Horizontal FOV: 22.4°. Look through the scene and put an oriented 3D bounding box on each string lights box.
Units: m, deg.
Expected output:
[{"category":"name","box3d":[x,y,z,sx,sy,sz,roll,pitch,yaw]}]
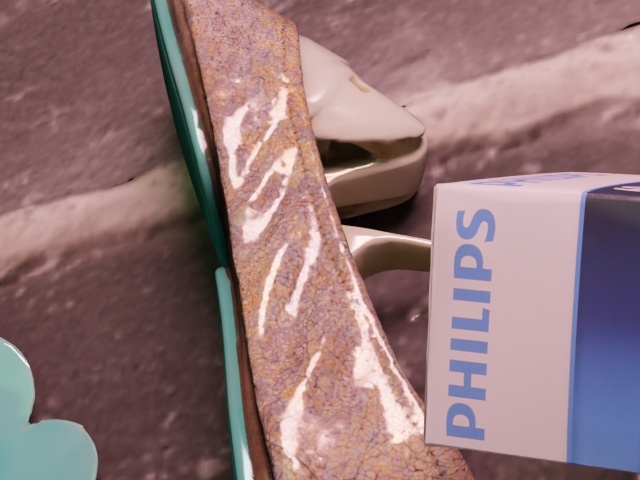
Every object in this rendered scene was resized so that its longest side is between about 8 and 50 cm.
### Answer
[{"category":"string lights box","box3d":[0.172,0.026,0.434,0.259,0.133,0.077,5,96,26]}]

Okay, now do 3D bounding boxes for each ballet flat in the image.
[{"category":"ballet flat","box3d":[0.000,0.000,0.664,0.106,0.107,0.316,-11,57,-3]}]

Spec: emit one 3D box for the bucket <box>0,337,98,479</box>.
[{"category":"bucket","box3d":[-0.226,0.094,0.598,0.183,0.281,0.281,-47,49,3]}]
